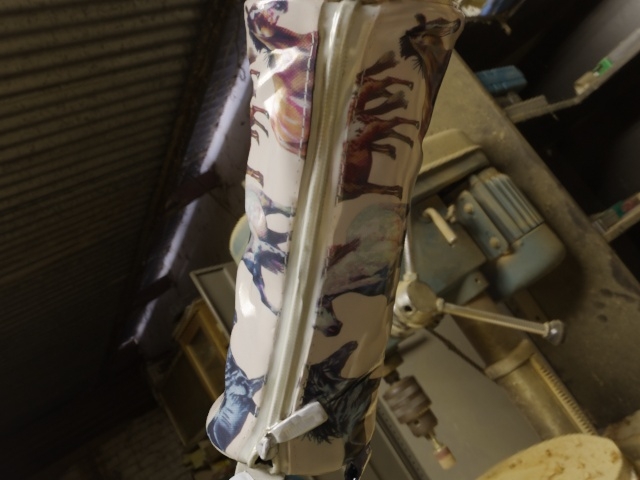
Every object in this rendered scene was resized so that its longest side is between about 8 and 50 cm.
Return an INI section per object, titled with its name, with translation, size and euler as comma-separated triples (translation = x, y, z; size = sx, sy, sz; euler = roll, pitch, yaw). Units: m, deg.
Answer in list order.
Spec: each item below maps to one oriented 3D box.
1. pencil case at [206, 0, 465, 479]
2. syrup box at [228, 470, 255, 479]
[pencil case]
translation = 0.000, 0.000, 0.433
size = 0.183, 0.159, 0.411
euler = -93, 11, -72
[syrup box]
translation = -0.099, 0.216, 0.211
size = 0.236, 0.093, 0.096
euler = -33, -4, -21
